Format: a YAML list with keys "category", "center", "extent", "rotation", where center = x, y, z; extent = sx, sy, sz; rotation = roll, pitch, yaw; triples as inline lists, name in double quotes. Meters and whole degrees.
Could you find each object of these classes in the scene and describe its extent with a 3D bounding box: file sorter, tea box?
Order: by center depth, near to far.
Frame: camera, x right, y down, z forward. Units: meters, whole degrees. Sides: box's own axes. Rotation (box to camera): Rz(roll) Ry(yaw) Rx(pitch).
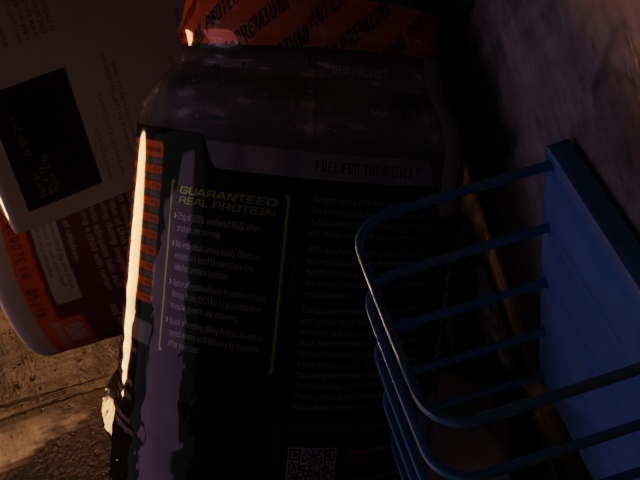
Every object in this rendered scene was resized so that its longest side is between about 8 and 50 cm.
- category: "file sorter"
  center: [0.084, 0.068, 0.438]
  extent: [0.170, 0.104, 0.118]
  rotation: [78, 173, -47]
- category: "tea box"
  center: [-0.266, -0.243, 0.894]
  extent: [0.323, 0.219, 0.329]
  rotation: [43, 151, 46]

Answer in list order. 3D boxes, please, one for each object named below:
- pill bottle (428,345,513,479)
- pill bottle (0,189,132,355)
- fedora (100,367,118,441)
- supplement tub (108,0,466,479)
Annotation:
- category: "pill bottle"
  center: [0.076, 0.144, 0.771]
  extent: [0.215, 0.117, 0.117]
  rotation: [-129, 23, -80]
- category: "pill bottle"
  center: [-0.140, -0.036, 1.058]
  extent: [0.224, 0.392, 0.224]
  rotation: [163, 90, -87]
- category: "fedora"
  center: [-0.055, 0.165, 1.023]
  extent: [0.334, 0.333, 0.153]
  rotation: [-116, 11, -68]
- category: "supplement tub"
  center: [-0.019, 0.021, 0.590]
  extent: [0.193, 0.193, 0.316]
  rotation: [-127, 43, -79]
